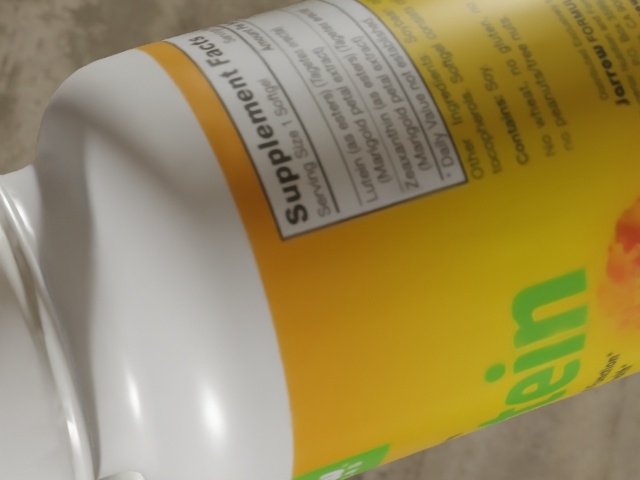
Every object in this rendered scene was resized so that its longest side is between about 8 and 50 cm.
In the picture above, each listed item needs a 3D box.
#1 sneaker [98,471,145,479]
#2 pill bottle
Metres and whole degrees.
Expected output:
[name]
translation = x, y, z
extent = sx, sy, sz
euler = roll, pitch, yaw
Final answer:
[sneaker]
translation = -0.200, 0.154, 1.272
extent = 0.090, 0.145, 0.270
euler = -58, -165, 2
[pill bottle]
translation = 0.000, 0.000, 0.509
extent = 0.136, 0.246, 0.136
euler = 162, -90, -73
